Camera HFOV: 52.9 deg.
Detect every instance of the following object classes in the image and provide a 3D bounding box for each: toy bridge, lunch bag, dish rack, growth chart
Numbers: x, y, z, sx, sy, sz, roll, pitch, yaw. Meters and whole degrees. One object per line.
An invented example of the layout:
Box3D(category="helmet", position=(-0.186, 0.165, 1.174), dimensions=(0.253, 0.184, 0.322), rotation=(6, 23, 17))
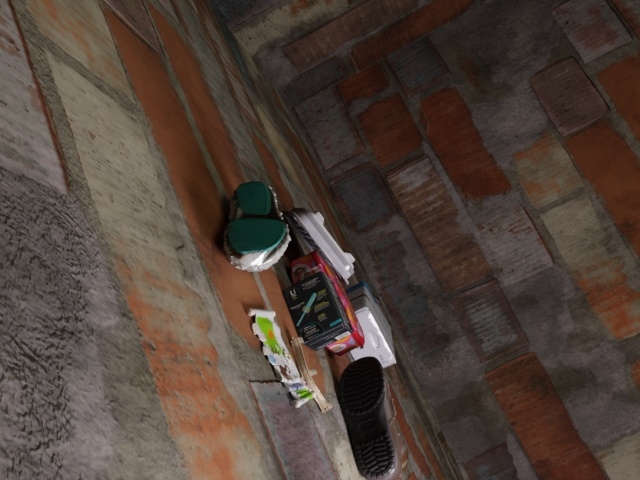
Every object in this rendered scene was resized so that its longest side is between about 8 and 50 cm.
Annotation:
Box3D(category="toy bridge", position=(-0.027, 0.310, 1.496), dimensions=(0.188, 0.026, 0.063), rotation=(64, 10, 12))
Box3D(category="lunch bag", position=(0.025, 0.193, 1.895), dimensions=(0.293, 0.120, 0.258), rotation=(65, 3, 26))
Box3D(category="dish rack", position=(0.000, 0.000, 2.081), dimensions=(0.285, 0.072, 0.333), rotation=(52, -7, -10))
Box3D(category="growth chart", position=(-0.083, 0.246, 1.371), dimensions=(0.237, 0.021, 0.172), rotation=(63, 9, 5))

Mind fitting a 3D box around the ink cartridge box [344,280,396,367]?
Box3D(category="ink cartridge box", position=(0.155, 0.303, 2.269), dimensions=(0.223, 0.129, 0.307), rotation=(62, 8, -10))

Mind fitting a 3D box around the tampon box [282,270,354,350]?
Box3D(category="tampon box", position=(-0.006, 0.185, 1.677), dimensions=(0.161, 0.121, 0.101), rotation=(68, 10, 27))

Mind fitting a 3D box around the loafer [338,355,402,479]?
Box3D(category="loafer", position=(0.133, 0.473, 1.680), dimensions=(0.365, 0.134, 0.130), rotation=(-94, 162, -45))

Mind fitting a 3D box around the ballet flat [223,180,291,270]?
Box3D(category="ballet flat", position=(-0.143, -0.009, 1.463), dimensions=(0.147, 0.147, 0.409), rotation=(59, 10, -24))
